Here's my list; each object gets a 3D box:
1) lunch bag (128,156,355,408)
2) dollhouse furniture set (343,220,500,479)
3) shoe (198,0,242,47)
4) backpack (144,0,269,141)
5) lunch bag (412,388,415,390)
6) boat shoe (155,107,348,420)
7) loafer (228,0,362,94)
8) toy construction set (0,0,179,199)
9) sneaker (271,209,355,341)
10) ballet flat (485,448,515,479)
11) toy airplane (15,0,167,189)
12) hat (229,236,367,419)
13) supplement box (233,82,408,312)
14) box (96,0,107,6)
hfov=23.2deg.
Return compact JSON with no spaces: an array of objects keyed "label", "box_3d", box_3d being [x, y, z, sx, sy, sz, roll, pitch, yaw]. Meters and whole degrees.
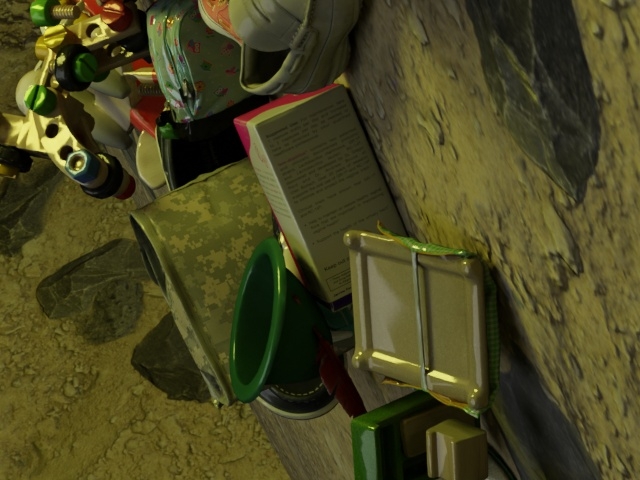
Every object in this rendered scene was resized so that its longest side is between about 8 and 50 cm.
[{"label":"lunch bag","box_3d":[-0.085,0.039,1.986,0.287,0.235,0.169,65,167,2]},{"label":"dollhouse furniture set","box_3d":[0.143,0.125,1.564,0.197,0.151,0.302,14,114,50]},{"label":"shoe","box_3d":[-0.091,-0.271,1.804,0.178,0.063,0.081,49,160,39]},{"label":"backpack","box_3d":[-0.143,-0.231,1.968,0.115,0.152,0.182,11,125,51]},{"label":"lunch bag","box_3d":[0.106,0.114,1.742,0.071,0.053,0.083,86,165,-59]},{"label":"boat shoe","box_3d":[-0.103,0.017,2.182,0.156,0.186,0.500,116,133,-84]},{"label":"loafer","box_3d":[-0.029,-0.220,1.472,0.319,0.111,0.112,94,152,-68]},{"label":"toy construction set","box_3d":[-0.317,-0.188,2.039,0.237,0.309,0.258,3,101,30]},{"label":"sneaker","box_3d":[0.000,0.000,1.853,0.107,0.109,0.275,93,169,-60]},{"label":"ballet flat","box_3d":[0.165,0.249,1.760,0.168,0.052,0.057,49,161,54]},{"label":"toy airplane","box_3d":[-0.348,-0.247,2.502,0.384,0.272,0.386,51,162,50]},{"label":"hat","box_3d":[0.009,0.112,1.720,0.173,0.183,0.209,-146,67,-71]},{"label":"supplement box","box_3d":[0.005,-0.051,1.692,0.220,0.114,0.111,66,170,-14]},{"label":"box","box_3d":[-0.227,-0.385,1.947,0.127,0.148,0.232,66,170,-8]}]
